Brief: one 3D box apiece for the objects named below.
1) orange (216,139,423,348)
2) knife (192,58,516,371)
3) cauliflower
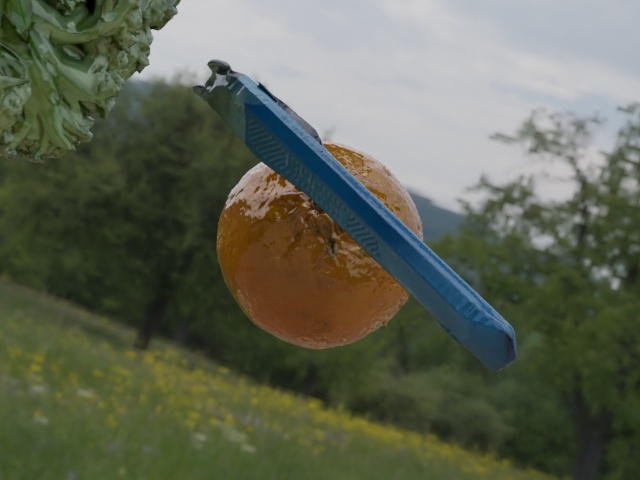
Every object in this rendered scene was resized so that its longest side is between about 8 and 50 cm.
[{"bbox_3d":[-0.001,0.002,0.969,0.136,0.135,0.117,18,-4,11],"label":"orange"},{"bbox_3d":[0.013,-0.023,0.860,0.026,0.044,0.296,-18,48,-35],"label":"knife"},{"bbox_3d":[-0.182,-0.174,0.766,0.272,0.275,0.250,6,-33,-26],"label":"cauliflower"}]
